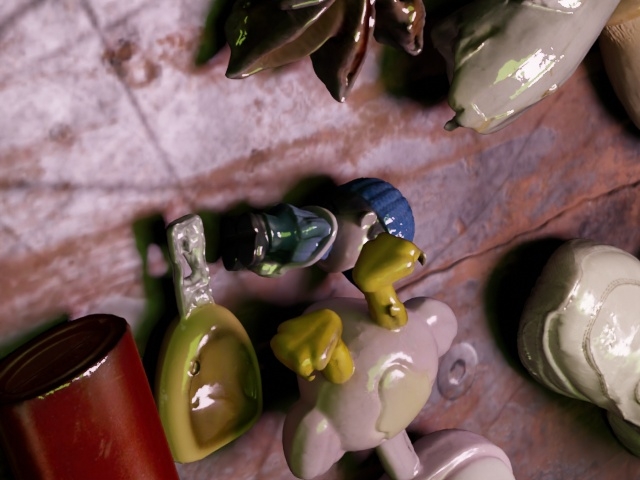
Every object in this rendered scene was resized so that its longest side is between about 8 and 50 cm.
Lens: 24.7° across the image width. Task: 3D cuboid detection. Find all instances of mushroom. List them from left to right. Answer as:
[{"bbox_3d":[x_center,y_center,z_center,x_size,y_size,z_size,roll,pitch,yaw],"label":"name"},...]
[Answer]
[{"bbox_3d":[0.172,-0.184,1.076,0.278,0.096,0.099,-52,133,-20],"label":"mushroom"},{"bbox_3d":[0.290,-0.141,1.204,0.108,0.096,0.247,-47,130,7],"label":"mushroom"}]

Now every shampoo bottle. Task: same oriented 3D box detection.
[{"bbox_3d":[-0.129,0.180,0.921,0.102,0.064,0.260,-35,124,-36],"label":"shampoo bottle"}]

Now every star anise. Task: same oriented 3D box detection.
[{"bbox_3d":[0.015,-0.202,0.930,0.209,0.089,0.231,6,104,-56],"label":"star anise"}]

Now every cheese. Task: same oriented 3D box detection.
[{"bbox_3d":[-0.079,0.060,0.952,0.086,0.036,0.162,-24,118,-38],"label":"cheese"}]

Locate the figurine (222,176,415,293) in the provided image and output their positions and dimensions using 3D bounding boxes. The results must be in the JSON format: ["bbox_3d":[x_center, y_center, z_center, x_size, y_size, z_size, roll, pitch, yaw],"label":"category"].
[{"bbox_3d":[-0.001,-0.009,0.993,0.136,0.077,0.079,10,76,-32],"label":"figurine"}]

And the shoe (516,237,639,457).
[{"bbox_3d":[0.315,0.115,1.215,0.342,0.211,0.132,40,74,-42],"label":"shoe"}]

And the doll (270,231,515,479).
[{"bbox_3d":[0.054,0.149,1.047,0.160,0.094,0.365,-43,135,-22],"label":"doll"}]
